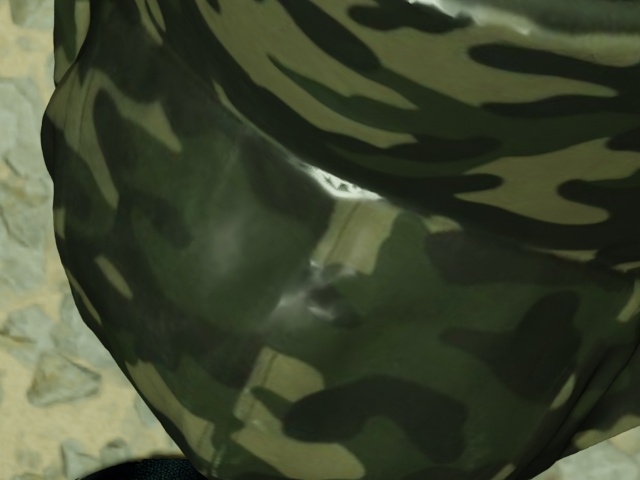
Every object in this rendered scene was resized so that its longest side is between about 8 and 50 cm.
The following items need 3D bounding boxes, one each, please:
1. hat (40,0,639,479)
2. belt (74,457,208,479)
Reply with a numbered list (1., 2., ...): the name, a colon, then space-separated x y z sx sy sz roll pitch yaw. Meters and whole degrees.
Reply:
1. hat: 0.000 0.000 0.645 0.366 0.381 0.257 25 93 8
2. belt: -0.092 0.173 0.887 0.140 0.058 0.105 -9 118 18
